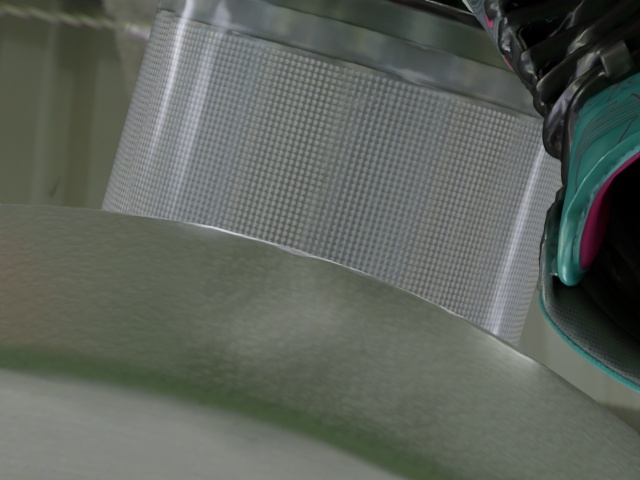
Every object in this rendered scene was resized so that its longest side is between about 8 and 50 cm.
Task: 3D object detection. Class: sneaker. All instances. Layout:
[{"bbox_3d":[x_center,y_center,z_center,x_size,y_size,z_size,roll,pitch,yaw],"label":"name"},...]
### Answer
[{"bbox_3d":[0.107,-0.052,0.601,0.295,0.124,0.178,52,-160,8],"label":"sneaker"}]

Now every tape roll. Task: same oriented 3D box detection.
[{"bbox_3d":[-0.064,0.179,0.424,0.392,0.392,0.072,26,-155,-7],"label":"tape roll"}]

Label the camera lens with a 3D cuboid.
[{"bbox_3d":[0.000,0.000,0.897,0.219,0.219,0.274,15,-85,-13],"label":"camera lens"}]
